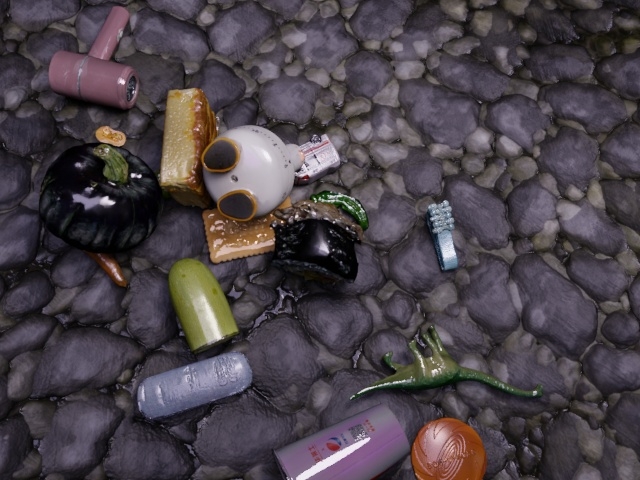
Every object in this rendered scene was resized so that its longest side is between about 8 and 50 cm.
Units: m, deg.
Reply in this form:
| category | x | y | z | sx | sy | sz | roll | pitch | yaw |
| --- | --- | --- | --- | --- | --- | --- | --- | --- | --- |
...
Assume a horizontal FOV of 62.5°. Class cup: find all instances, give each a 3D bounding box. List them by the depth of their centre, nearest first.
| category | x | y | z | sx | sy | sz | roll | pitch | yaw |
| --- | --- | --- | --- | --- | --- | --- | --- | --- | --- |
| cup | 0.054 | 0.512 | 1.235 | 0.289 | 0.203 | 0.202 | -25 | 77 | -17 |

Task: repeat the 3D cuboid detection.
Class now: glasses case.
| category | x | y | z | sx | sy | sz | roll | pitch | yaw |
| --- | --- | --- | --- | --- | --- | --- | --- | --- | --- |
| glasses case | -0.309 | 0.358 | 1.304 | 0.283 | 0.067 | 0.109 | -15 | 73 | -10 |

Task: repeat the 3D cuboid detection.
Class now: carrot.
| category | x | y | z | sx | sy | sz | roll | pitch | yaw |
| --- | --- | --- | --- | --- | --- | --- | --- | --- | --- |
| carrot | -0.577 | 0.041 | 1.387 | 0.061 | 0.061 | 0.209 | -41 | 86 | -13 |

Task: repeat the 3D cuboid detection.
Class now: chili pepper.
| category | x | y | z | sx | sy | sz | roll | pitch | yaw |
| --- | --- | --- | --- | --- | --- | --- | --- | --- | --- |
| chili pepper | 0.058 | -0.094 | 1.470 | 0.182 | 0.050 | 0.073 | 22 | 67 | 0 |

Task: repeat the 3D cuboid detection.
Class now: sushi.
| category | x | y | z | sx | sy | sz | roll | pitch | yaw |
| --- | --- | --- | --- | --- | --- | --- | --- | --- | --- |
| sushi | 0.001 | -0.005 | 1.349 | 0.225 | 0.238 | 0.218 | 1 | 61 | 33 |

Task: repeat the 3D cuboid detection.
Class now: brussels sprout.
| category | x | y | z | sx | sy | sz | roll | pitch | yaw |
| --- | --- | --- | --- | --- | --- | --- | --- | --- | --- |
| brussels sprout | -0.439 | -0.153 | 1.453 | 0.051 | 0.046 | 0.083 | -17 | 76 | -2 |

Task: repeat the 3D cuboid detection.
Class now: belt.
| category | x | y | z | sx | sy | sz | roll | pitch | yaw |
| --- | --- | --- | --- | --- | --- | --- | --- | --- | --- |
| belt | 0.337 | -0.009 | 1.441 | 0.065 | 0.100 | 0.179 | -13 | 78 | -4 |

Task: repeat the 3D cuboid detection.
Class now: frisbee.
| category | x | y | z | sx | sy | sz | roll | pitch | yaw |
| --- | --- | --- | --- | --- | --- | --- | --- | --- | --- |
| frisbee | 0.323 | 0.543 | 1.312 | 0.192 | 0.035 | 0.191 | 1 | 74 | -5 |

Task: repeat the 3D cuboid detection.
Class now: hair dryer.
| category | x | y | z | sx | sy | sz | roll | pitch | yaw |
| --- | --- | --- | --- | --- | --- | --- | --- | --- | --- |
| hair dryer | -0.610 | -0.551 | 1.528 | 0.211 | 0.125 | 0.352 | 13 | 67 | -1 |

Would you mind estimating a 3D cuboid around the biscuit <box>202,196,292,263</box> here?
| category | x | y | z | sx | sy | sz | roll | pitch | yaw |
| --- | --- | --- | --- | --- | --- | --- | --- | --- | --- |
| biscuit | -0.190 | -0.035 | 1.444 | 0.250 | 0.030 | 0.160 | -11 | 75 | -7 |

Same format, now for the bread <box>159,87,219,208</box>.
| category | x | y | z | sx | sy | sz | roll | pitch | yaw |
| --- | --- | --- | --- | --- | --- | --- | --- | --- | --- |
| bread | -0.345 | -0.243 | 1.416 | 0.114 | 0.184 | 0.274 | 0 | 74 | 5 |

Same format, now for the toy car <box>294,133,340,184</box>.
| category | x | y | z | sx | sy | sz | roll | pitch | yaw |
| --- | --- | --- | --- | --- | --- | --- | --- | --- | --- |
| toy car | -0.051 | -0.209 | 1.476 | 0.210 | 0.089 | 0.108 | -29 | 83 | -15 |

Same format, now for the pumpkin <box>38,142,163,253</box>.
| category | x | y | z | sx | sy | sz | roll | pitch | yaw |
| --- | --- | --- | --- | --- | --- | --- | --- | --- | --- |
| pumpkin | -0.525 | -0.123 | 1.311 | 0.296 | 0.296 | 0.295 | 1 | 74 | -4 |

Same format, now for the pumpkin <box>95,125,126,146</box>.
| category | x | y | z | sx | sy | sz | roll | pitch | yaw |
| --- | --- | --- | --- | --- | --- | --- | --- | --- | --- |
| pumpkin | -0.591 | -0.289 | 1.491 | 0.083 | 0.028 | 0.050 | 20 | 72 | -7 |

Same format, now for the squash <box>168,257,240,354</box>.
| category | x | y | z | sx | sy | sz | roll | pitch | yaw |
| --- | --- | --- | --- | --- | --- | --- | --- | --- | --- |
| squash | -0.309 | 0.153 | 1.330 | 0.133 | 0.132 | 0.247 | -25 | 78 | -10 |

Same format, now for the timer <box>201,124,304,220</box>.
| category | x | y | z | sx | sy | sz | roll | pitch | yaw |
| --- | --- | --- | --- | --- | --- | --- | --- | --- | --- |
| timer | -0.171 | -0.178 | 1.340 | 0.234 | 0.240 | 0.233 | 8 | 112 | 19 |

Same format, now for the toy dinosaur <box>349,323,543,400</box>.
| category | x | y | z | sx | sy | sz | roll | pitch | yaw |
| --- | --- | --- | --- | --- | --- | --- | --- | --- | --- |
| toy dinosaur | 0.316 | 0.377 | 1.343 | 0.447 | 0.087 | 0.300 | -30 | 85 | -10 |
